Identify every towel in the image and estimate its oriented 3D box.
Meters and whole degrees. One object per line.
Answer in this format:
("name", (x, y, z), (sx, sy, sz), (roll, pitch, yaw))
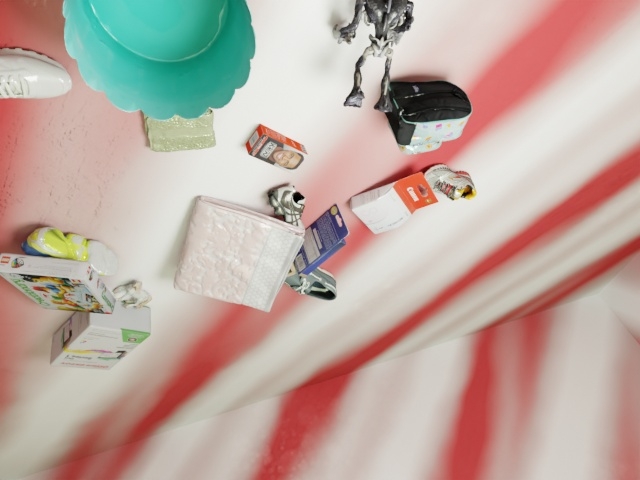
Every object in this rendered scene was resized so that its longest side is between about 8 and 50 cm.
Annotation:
("towel", (-0.246, 0.057, 1.192), (0.317, 0.053, 0.331), (18, 120, -15))
("towel", (-0.312, -0.245, 0.904), (0.148, 0.027, 0.110), (-9, 144, -16))

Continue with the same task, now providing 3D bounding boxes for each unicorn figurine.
("unicorn figurine", (-0.599, 0.169, 1.291), (0.111, 0.060, 0.162), (-22, 160, 2))

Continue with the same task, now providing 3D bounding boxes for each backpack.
("backpack", (0.260, -0.305, 0.982), (0.189, 0.165, 0.144), (-13, 146, -4))

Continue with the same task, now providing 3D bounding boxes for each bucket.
("bucket", (-0.253, -0.356, 0.656), (0.281, 0.183, 0.281), (-13, 144, -9))

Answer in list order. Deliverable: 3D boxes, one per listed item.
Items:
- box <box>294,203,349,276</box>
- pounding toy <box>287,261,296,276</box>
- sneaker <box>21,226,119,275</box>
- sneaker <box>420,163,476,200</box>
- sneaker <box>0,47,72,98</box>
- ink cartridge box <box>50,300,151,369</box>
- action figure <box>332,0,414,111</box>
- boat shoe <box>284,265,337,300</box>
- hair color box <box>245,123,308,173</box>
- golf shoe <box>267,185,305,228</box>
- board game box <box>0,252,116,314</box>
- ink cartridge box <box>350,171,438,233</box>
("box", (0.000, 0.000, 1.279), (0.225, 0.136, 0.037), (-41, 139, 26))
("pounding toy", (-0.199, 0.036, 1.278), (0.181, 0.094, 0.206), (-20, 127, 3))
("sneaker", (-0.667, 0.038, 1.074), (0.126, 0.091, 0.240), (-12, 148, 21))
("sneaker", (0.410, -0.179, 1.280), (0.225, 0.092, 0.088), (2, 140, -26))
("sneaker", (-0.562, -0.275, 0.689), (0.235, 0.094, 0.090), (-2, 139, -26))
("ink cartridge box", (-0.739, 0.320, 1.359), (0.278, 0.117, 0.201), (-38, 141, 24))
("action figure", (0.107, -0.408, 0.808), (0.164, 0.141, 0.275), (1, 113, -15))
("boat shoe", (-0.050, 0.149, 1.481), (0.116, 0.099, 0.319), (-39, 140, 24))
("hair color box", (-0.108, -0.227, 1.011), (0.141, 0.043, 0.072), (16, 130, -40))
("golf shoe", (-0.074, -0.086, 1.185), (0.094, 0.077, 0.198), (-26, 145, 7))
("board game box", (-0.693, 0.126, 1.090), (0.193, 0.053, 0.305), (7, 152, -10))
("ink cartridge box", (0.238, -0.109, 1.275), (0.233, 0.066, 0.189), (-14, 149, 27))
